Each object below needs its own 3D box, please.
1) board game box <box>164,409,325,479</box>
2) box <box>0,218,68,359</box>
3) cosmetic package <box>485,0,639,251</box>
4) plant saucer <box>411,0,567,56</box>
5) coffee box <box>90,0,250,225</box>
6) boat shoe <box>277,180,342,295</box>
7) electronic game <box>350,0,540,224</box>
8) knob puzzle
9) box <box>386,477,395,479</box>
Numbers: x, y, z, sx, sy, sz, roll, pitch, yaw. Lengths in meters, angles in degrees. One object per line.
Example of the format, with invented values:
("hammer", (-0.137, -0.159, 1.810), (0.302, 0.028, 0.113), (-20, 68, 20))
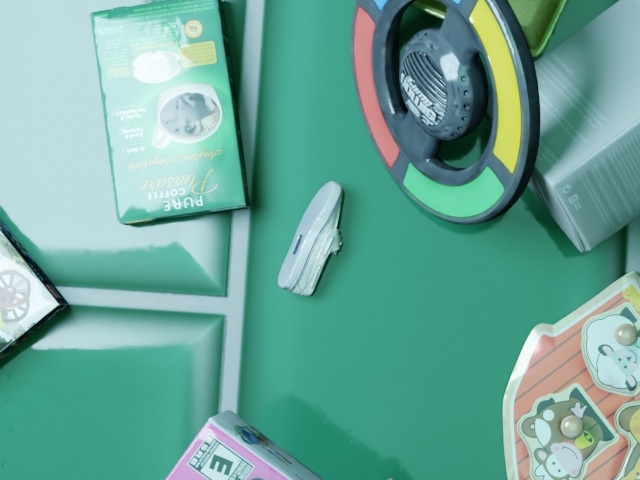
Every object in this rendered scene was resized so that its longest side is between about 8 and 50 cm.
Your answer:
("board game box", (-0.014, 0.296, 1.221), (0.303, 0.097, 0.224), (35, 90, 3))
("box", (-0.348, 0.014, 1.491), (0.159, 0.044, 0.233), (-40, 86, 1))
("cosmetic package", (0.264, -0.119, 1.411), (0.238, 0.107, 0.127), (-33, 45, 1))
("plant saucer", (0.139, -0.266, 1.463), (0.188, 0.045, 0.188), (25, 89, 14))
("coffee box", (-0.126, -0.109, 1.485), (0.113, 0.040, 0.184), (-9, 87, 3))
("boat shoe", (0.000, 0.000, 1.481), (0.035, 0.035, 0.100), (25, 85, -23))
("electronic game", (0.095, -0.123, 1.394), (0.048, 0.229, 0.229), (-19, 86, -30))
("knob puzzle", (0.236, 0.148, 1.460), (0.213, 0.030, 0.213), (0, 88, 3))
("box", (0.088, 0.378, 1.366), (0.168, 0.215, 0.345), (-36, 86, 1))
